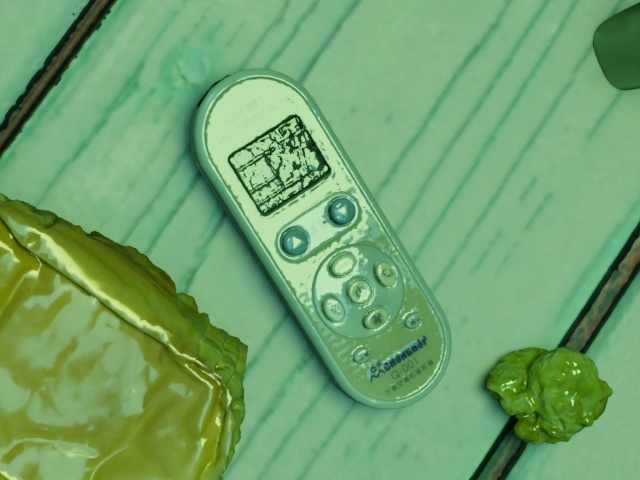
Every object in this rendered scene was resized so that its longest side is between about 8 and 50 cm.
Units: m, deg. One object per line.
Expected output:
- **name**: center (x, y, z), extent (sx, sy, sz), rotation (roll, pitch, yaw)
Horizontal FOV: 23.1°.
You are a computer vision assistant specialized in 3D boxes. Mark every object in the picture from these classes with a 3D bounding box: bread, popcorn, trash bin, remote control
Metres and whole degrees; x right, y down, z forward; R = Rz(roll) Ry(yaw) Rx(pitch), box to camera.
- **bread**: center (-0.166, 0.075, 0.924), extent (0.250, 0.133, 0.179), rotation (30, 87, -8)
- **popcorn**: center (0.153, 0.099, 1.048), extent (0.083, 0.059, 0.068), rotation (16, 116, 9)
- **trash bin**: center (0.258, -0.145, 1.033), extent (0.116, 0.130, 0.059), rotation (-25, 96, -13)
- **remote control**: center (0.000, 0.000, 1.012), extent (0.087, 0.047, 0.244), rotation (-33, 99, -9)
